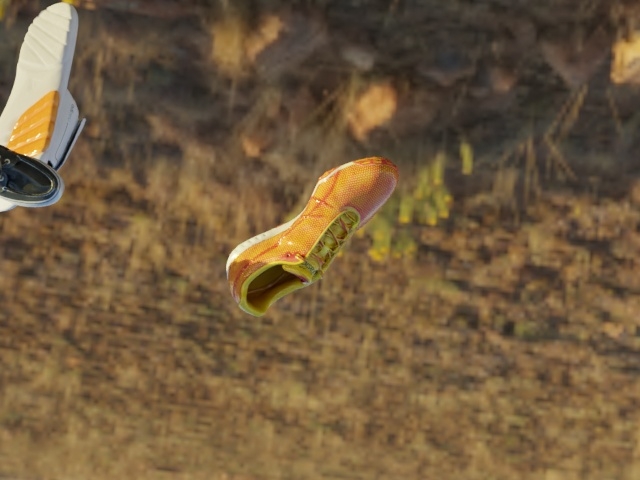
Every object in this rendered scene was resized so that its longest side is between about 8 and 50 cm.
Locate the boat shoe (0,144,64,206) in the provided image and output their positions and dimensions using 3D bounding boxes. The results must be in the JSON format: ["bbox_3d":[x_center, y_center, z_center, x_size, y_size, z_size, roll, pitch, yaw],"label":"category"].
[{"bbox_3d":[-0.313,-0.070,1.252,0.142,0.049,0.040,21,173,3],"label":"boat shoe"}]

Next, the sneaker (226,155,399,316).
[{"bbox_3d":[0.000,0.000,1.086,0.175,0.067,0.064,-42,131,14],"label":"sneaker"}]

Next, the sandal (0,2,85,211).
[{"bbox_3d":[-0.314,-0.149,1.544,0.102,0.265,0.076,0,158,37],"label":"sandal"}]
